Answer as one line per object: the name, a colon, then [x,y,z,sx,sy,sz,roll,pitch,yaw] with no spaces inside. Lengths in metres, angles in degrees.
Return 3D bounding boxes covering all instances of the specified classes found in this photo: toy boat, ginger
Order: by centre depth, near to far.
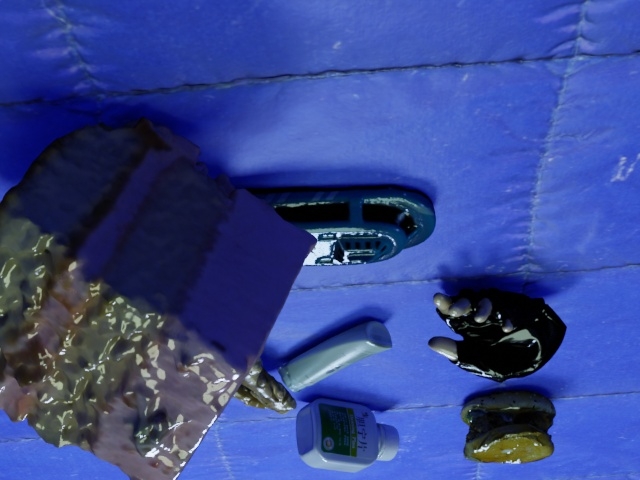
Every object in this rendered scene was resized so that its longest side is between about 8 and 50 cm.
toy boat: [0.000,0.000,1.500,0.299,0.092,0.134,-1,147,-4]
ginger: [-0.102,0.227,1.910,0.176,0.052,0.193,31,157,-23]

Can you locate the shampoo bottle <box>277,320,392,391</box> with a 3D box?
shampoo bottle: [0.021,0.184,1.869,0.072,0.049,0.212,15,147,-38]

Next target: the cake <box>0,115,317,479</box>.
cake: [-0.211,0.063,1.325,0.307,0.293,0.314,33,134,-2]

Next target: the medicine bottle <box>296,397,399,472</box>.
medicine bottle: [0.049,0.349,2.097,0.183,0.119,0.069,15,145,-32]

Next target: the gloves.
gloves: [0.245,0.123,1.729,0.203,0.124,0.164,41,102,-20]

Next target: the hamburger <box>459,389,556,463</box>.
hamburger: [0.331,0.338,2.138,0.177,0.113,0.185,16,154,-41]
